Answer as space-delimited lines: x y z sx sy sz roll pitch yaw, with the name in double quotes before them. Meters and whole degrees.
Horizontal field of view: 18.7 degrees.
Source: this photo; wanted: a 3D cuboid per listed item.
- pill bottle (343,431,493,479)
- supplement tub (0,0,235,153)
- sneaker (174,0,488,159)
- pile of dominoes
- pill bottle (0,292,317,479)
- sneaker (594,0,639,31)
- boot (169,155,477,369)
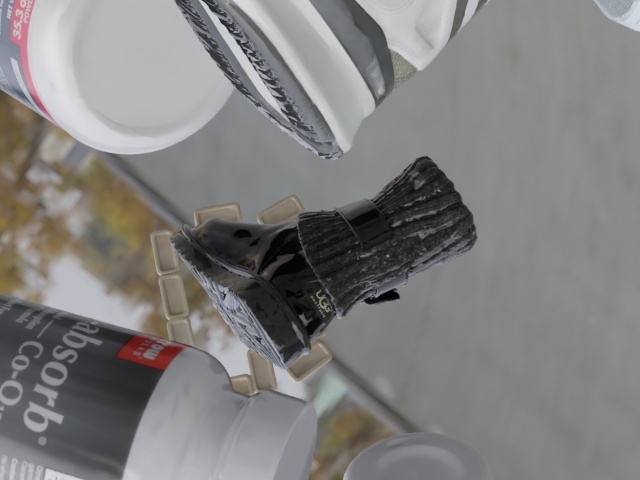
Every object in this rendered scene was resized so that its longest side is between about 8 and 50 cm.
"pill bottle" 0.106 0.345 1.987 0.152 0.152 0.272 38 142 49
"supplement tub" -0.197 -0.195 1.556 0.191 0.191 0.272 36 176 -42
"sneaker" -0.012 -0.273 1.070 0.169 0.257 0.447 40 168 43
"pile of dominoes" -0.096 0.076 2.415 0.040 0.196 0.251 95 164 -73
"pill bottle" -0.200 0.176 1.715 0.363 0.210 0.210 14 176 12
"sneaker" 0.223 -0.222 1.407 0.091 0.094 0.258 8 -144 -21
"boot" 0.002 0.004 2.102 0.131 0.260 0.348 59 168 -25
